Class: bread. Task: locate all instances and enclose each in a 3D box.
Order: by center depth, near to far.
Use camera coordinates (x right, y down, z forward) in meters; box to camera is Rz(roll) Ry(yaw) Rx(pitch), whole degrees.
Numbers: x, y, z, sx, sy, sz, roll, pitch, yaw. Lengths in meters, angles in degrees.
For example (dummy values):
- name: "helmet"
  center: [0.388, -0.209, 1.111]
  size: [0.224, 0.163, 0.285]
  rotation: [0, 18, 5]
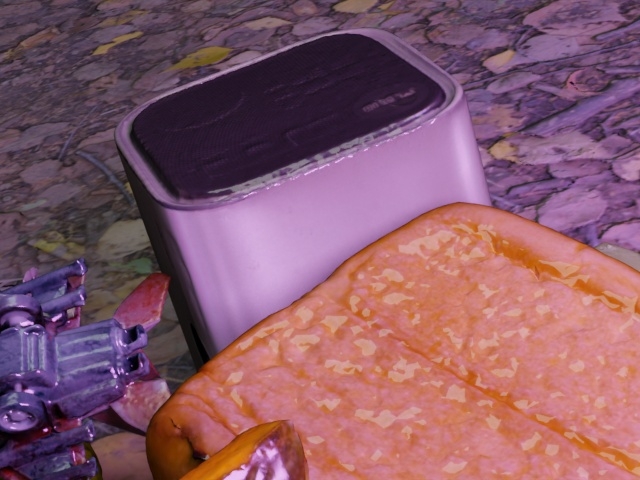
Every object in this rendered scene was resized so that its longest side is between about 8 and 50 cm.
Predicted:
- name: "bread"
  center: [0.100, 0.138, 0.970]
  size: [0.337, 0.148, 0.328]
  rotation: [27, 52, 37]

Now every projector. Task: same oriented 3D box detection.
- name: "projector"
  center: [0.000, 0.000, 1.216]
  size: [0.248, 0.249, 0.248]
  rotation: [-22, 27, -11]

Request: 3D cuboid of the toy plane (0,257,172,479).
- name: "toy plane"
  center: [-0.261, 0.118, 1.116]
  size: [0.326, 0.104, 0.223]
  rotation: [-11, 50, 1]

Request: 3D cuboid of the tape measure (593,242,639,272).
- name: "tape measure"
  center: [0.213, 0.081, 1.128]
  size: [0.177, 0.087, 0.154]
  rotation: [-36, 39, -30]

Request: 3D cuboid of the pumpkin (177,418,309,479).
- name: "pumpkin"
  center: [-0.121, 0.257, 0.815]
  size: [0.258, 0.290, 0.095]
  rotation: [-7, 16, -17]

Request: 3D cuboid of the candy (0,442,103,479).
- name: "candy"
  center: [-0.229, 0.165, 1.203]
  size: [0.097, 0.096, 0.209]
  rotation: [-27, 36, -21]

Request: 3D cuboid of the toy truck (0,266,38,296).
- name: "toy truck"
  center: [-0.362, 0.093, 1.406]
  size: [0.243, 0.101, 0.125]
  rotation: [-7, 16, 23]
